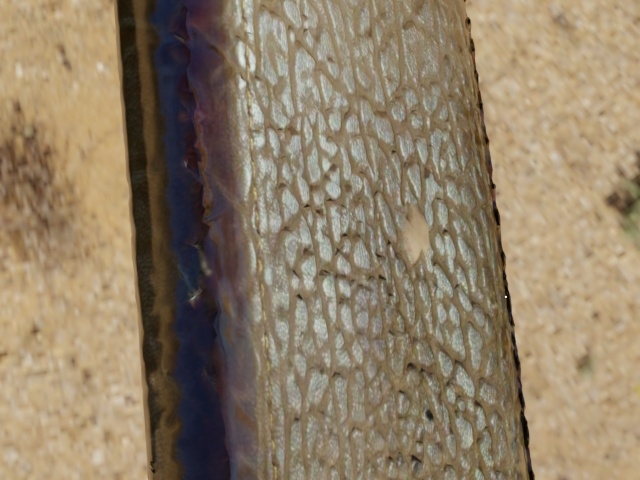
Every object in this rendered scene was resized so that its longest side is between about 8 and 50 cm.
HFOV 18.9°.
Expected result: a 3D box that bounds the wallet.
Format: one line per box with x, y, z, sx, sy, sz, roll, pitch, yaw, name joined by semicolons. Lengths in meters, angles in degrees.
0.000;0.000;0.403;0.039;0.243;0.133;-15;164;27;wallet
